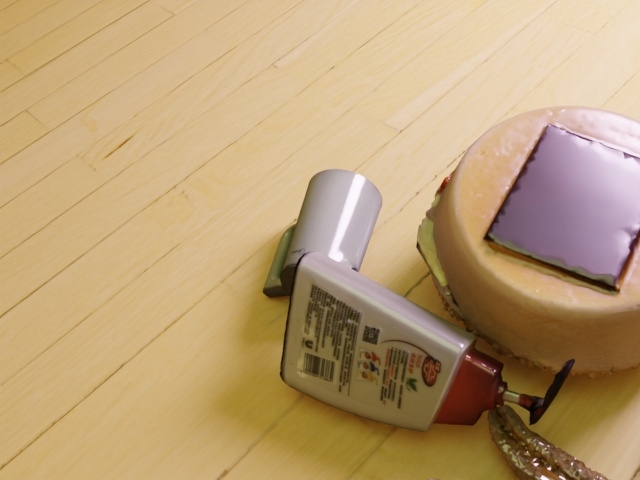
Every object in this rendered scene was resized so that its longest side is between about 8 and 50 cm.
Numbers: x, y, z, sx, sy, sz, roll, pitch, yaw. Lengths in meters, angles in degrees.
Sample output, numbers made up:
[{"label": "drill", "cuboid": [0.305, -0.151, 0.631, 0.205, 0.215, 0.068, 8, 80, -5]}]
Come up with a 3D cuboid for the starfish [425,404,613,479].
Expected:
[{"label": "starfish", "cuboid": [0.274, 0.245, 0.539, 0.374, 0.095, 0.327, -6, 30, 12]}]

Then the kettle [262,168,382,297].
[{"label": "kettle", "cuboid": [0.000, -0.003, 0.815, 0.126, 0.098, 0.148, 10, 57, 14]}]

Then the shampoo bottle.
[{"label": "shampoo bottle", "cuboid": [0.097, 0.118, 0.663, 0.284, 0.071, 0.153, 15, 100, 24]}]

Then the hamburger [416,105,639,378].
[{"label": "hamburger", "cuboid": [0.261, -0.002, 0.705, 0.301, 0.170, 0.302, -4, 58, 6]}]
